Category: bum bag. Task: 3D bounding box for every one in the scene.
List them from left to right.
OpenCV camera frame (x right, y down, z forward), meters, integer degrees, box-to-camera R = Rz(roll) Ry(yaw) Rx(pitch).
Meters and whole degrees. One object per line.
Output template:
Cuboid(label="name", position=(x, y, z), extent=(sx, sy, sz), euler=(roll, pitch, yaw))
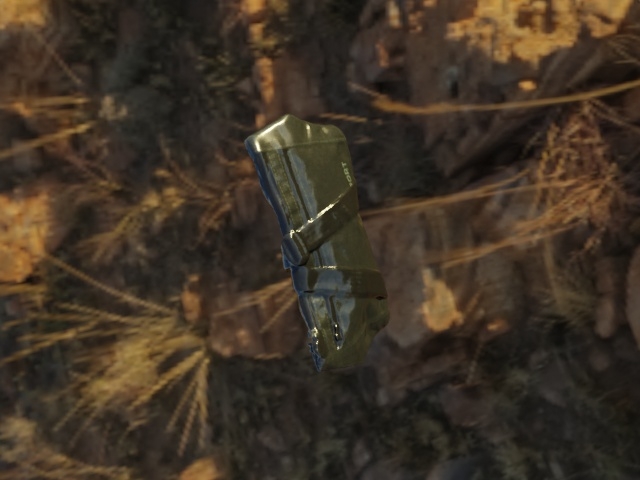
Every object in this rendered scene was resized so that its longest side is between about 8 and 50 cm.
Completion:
Cuboid(label="bum bag", position=(0.000, 0.000, 0.920), extent=(0.049, 0.087, 0.198), euler=(-4, 104, 56))

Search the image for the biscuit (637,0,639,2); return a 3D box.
Cuboid(label="biscuit", position=(0.351, -0.266, 1.170), extent=(0.212, 0.212, 0.036), euler=(20, 79, 43))
